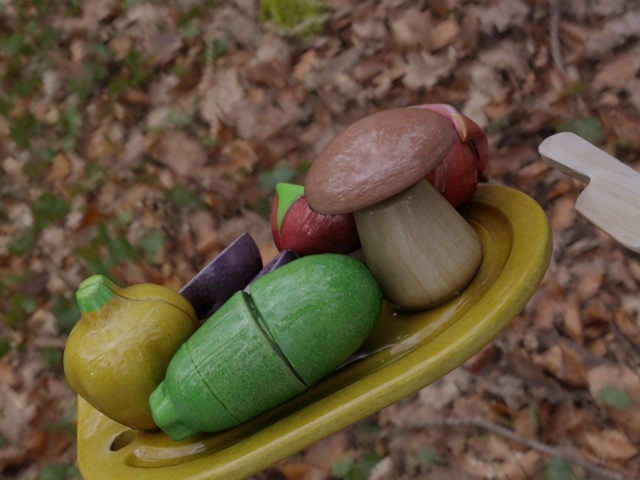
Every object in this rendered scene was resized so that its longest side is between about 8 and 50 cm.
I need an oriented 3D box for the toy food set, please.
[{"bbox_3d":[0.000,0.000,0.505,0.218,0.071,0.128,-28,23,4],"label":"toy food set"}]
